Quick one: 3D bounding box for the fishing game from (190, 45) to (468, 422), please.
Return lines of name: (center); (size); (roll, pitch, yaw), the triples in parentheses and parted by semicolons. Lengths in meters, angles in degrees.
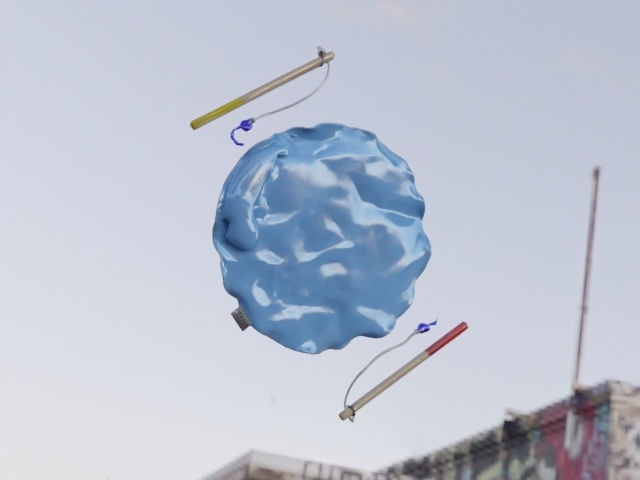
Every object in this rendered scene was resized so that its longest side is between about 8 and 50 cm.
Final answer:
fishing game: (0.000, 0.000, 0.972); (0.264, 0.189, 0.041); (60, -24, -11)
